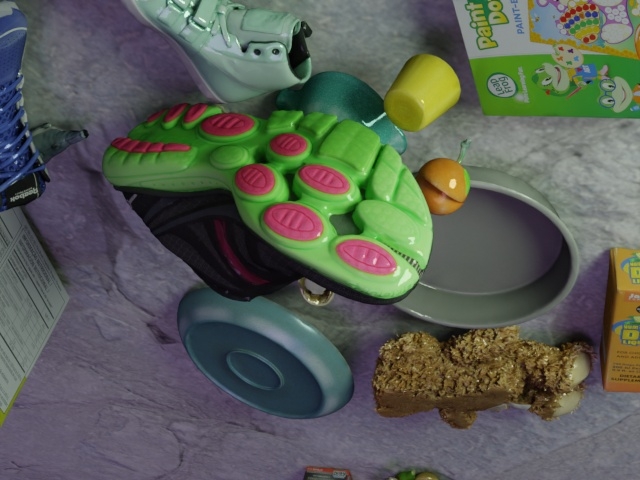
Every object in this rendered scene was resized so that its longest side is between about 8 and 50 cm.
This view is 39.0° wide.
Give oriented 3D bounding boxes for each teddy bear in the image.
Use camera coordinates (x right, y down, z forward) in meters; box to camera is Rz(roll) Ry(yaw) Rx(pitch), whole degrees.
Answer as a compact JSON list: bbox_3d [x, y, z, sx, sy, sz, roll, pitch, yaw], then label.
[{"bbox_3d":[0.246,0.198,1.372,0.338,0.113,0.245,-9,142,15],"label":"teddy bear"}]

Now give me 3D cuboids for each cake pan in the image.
[{"bbox_3d":[0.190,0.009,1.192,0.293,0.054,0.293,9,140,7],"label":"cake pan"}]

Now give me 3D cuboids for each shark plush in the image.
[{"bbox_3d":[-0.366,-0.114,1.209,0.161,0.067,0.073,-5,136,22],"label":"shark plush"}]

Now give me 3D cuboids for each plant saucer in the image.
[{"bbox_3d":[-0.099,0.195,1.453,0.317,0.044,0.318,19,143,15],"label":"plant saucer"}]

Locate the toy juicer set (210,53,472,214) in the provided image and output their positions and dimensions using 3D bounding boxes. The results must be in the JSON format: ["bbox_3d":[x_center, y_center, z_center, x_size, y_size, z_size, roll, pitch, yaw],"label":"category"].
[{"bbox_3d":[0.041,-0.103,1.068,0.329,0.089,0.209,0,128,42],"label":"toy juicer set"}]

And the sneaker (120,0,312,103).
[{"bbox_3d":[-0.104,-0.250,0.949,0.151,0.094,0.256,-4,146,30],"label":"sneaker"}]

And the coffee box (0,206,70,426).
[{"bbox_3d":[-0.630,0.085,1.314,0.337,0.334,0.338,2,137,16],"label":"coffee box"}]

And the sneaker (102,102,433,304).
[{"bbox_3d":[-0.053,-0.029,1.026,0.483,0.185,0.202,22,145,45],"label":"sneaker"}]

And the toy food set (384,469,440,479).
[{"bbox_3d":[0.201,0.483,1.757,0.192,0.038,0.132,18,147,-12],"label":"toy food set"}]

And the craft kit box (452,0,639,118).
[{"bbox_3d":[0.253,-0.223,0.863,0.246,0.061,0.250,8,144,32],"label":"craft kit box"}]

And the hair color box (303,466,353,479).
[{"bbox_3d":[0.027,0.526,1.841,0.093,0.053,0.167,1,140,17],"label":"hair color box"}]

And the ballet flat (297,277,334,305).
[{"bbox_3d":[0.000,0.000,1.219,0.086,0.086,0.248,9,140,6],"label":"ballet flat"}]

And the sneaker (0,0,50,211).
[{"bbox_3d":[-0.395,-0.140,1.103,0.182,0.127,0.315,51,141,-2],"label":"sneaker"}]

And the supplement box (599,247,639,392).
[{"bbox_3d":[0.424,0.112,1.221,0.078,0.080,0.233,0,136,13],"label":"supplement box"}]
